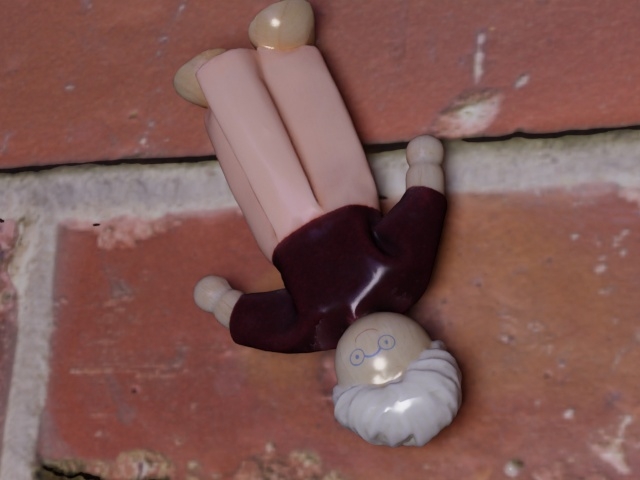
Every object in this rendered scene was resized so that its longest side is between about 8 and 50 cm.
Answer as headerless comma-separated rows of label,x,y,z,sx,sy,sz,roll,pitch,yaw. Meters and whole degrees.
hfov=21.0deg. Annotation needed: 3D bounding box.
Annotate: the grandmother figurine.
grandmother figurine,0.000,0.000,1.220,0.208,0.104,0.342,-38,58,19
